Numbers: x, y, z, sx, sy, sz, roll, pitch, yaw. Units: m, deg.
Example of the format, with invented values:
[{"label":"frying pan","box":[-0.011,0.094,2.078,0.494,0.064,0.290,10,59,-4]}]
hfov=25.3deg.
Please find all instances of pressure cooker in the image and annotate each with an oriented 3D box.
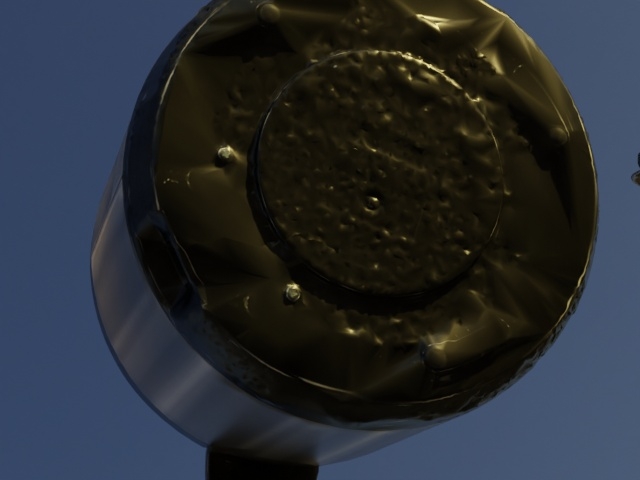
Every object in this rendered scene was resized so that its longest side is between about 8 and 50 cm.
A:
[{"label":"pressure cooker","box":[-0.005,-0.003,1.191,0.370,0.375,0.420,-35,-4,-21]}]

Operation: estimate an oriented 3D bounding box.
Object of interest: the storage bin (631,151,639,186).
[{"label":"storage bin","box":[0.240,-0.071,0.734,0.098,0.135,0.091,19,-107,-32]}]
